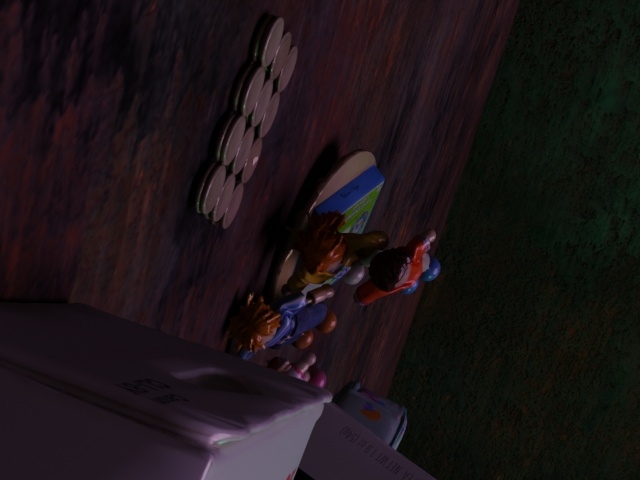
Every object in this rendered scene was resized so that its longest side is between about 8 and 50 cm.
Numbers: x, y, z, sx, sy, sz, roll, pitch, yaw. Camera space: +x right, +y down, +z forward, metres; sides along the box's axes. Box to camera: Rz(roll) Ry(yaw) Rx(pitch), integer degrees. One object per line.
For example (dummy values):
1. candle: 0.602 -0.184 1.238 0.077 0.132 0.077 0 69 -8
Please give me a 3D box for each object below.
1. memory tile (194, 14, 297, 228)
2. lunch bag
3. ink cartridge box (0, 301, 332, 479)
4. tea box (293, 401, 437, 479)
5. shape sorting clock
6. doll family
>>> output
1. memory tile: -0.053 -0.082 0.965 0.113 0.012 0.148 41 70 -81
2. lunch bag: 0.003 0.326 1.751 0.224 0.108 0.279 -62 174 28
3. ink cartridge box: -0.151 0.226 0.616 0.279 0.160 0.384 20 91 -82
4. tea box: 0.011 0.371 1.167 0.323 0.329 0.220 -43 157 -35
5. shape sorting clock: 0.000 0.000 1.373 0.206 0.040 0.206 -54 165 -21
6. doll family: -0.014 0.060 1.245 0.263 0.118 0.163 -48 167 9
